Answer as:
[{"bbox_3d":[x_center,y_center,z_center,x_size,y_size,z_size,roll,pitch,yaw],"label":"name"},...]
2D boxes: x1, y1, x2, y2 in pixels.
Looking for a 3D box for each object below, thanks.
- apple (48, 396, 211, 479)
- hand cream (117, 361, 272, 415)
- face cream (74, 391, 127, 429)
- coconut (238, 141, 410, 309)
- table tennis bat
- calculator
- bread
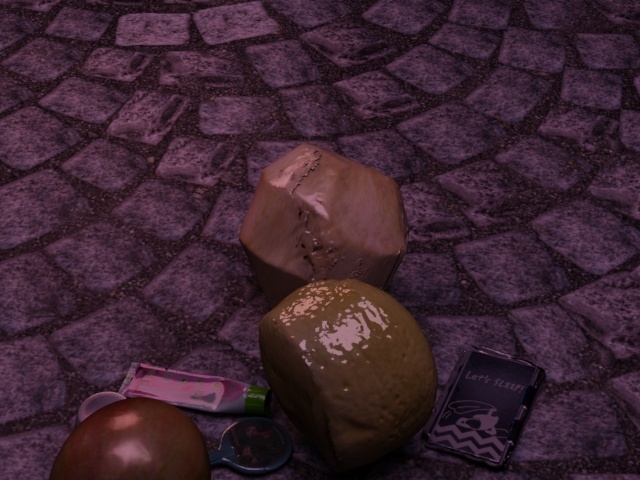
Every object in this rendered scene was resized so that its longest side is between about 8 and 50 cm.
[{"bbox_3d":[-0.297,0.373,1.831,0.257,0.256,0.234,-1,30,-5],"label":"apple"},{"bbox_3d":[-0.227,0.273,2.110,0.275,0.050,0.079,7,16,12],"label":"hand cream"},{"bbox_3d":[-0.362,0.324,1.989,0.117,0.104,0.117,1,40,-1],"label":"face cream"},{"bbox_3d":[0.000,0.000,2.231,0.353,0.352,0.352,2,41,-2],"label":"coconut"},{"bbox_3d":[-0.145,0.365,2.015,0.201,0.033,0.124,-13,42,-25],"label":"table tennis bat"},{"bbox_3d":[0.300,0.296,2.127,0.166,0.028,0.274,16,41,19],"label":"calculator"},{"bbox_3d":[0.046,0.221,1.970,0.237,0.320,0.320,-24,48,-25],"label":"bread"}]
